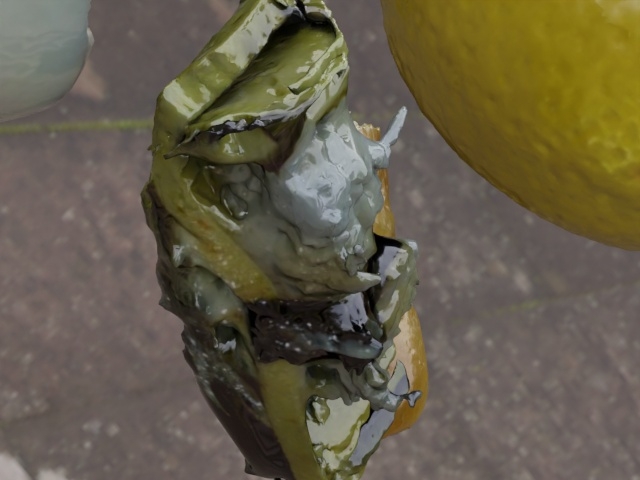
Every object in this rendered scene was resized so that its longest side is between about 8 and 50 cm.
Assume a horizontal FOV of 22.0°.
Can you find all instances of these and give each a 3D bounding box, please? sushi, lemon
[{"bbox_3d":[-0.007,-0.002,0.807,0.139,0.131,0.291,-59,147,-36],"label":"sushi"},{"bbox_3d":[0.200,-0.155,1.023,0.336,0.336,0.336,31,37,-27],"label":"lemon"}]

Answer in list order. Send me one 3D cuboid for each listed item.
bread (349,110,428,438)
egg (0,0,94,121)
[{"bbox_3d":[-0.016,0.015,1.445,0.195,0.149,0.344,-16,95,-39],"label":"bread"},{"bbox_3d":[-0.375,-0.257,1.259,0.339,0.354,0.354,-6,59,-28],"label":"egg"}]
